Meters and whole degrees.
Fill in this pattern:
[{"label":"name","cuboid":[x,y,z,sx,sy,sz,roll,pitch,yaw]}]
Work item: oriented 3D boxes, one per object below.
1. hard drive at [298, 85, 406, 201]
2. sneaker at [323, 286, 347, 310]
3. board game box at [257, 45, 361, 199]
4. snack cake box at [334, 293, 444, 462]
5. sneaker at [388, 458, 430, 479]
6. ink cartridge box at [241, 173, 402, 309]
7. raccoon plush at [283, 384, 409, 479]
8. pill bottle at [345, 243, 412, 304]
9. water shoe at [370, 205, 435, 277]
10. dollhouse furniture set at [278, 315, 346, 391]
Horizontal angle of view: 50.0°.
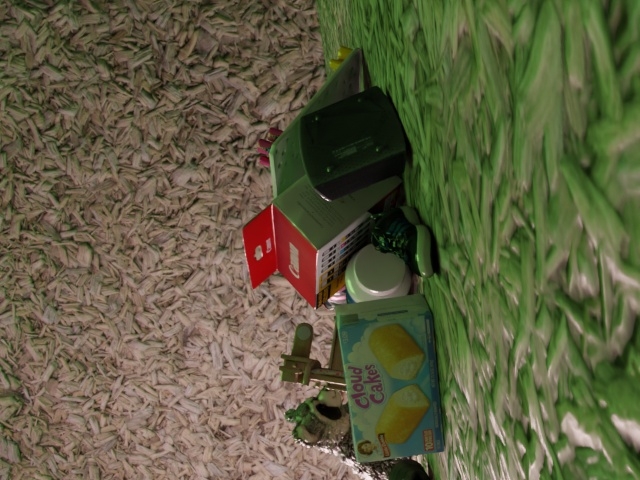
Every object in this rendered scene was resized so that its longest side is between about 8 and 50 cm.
[{"label":"hard drive","cuboid":[0.052,-0.164,1.153,0.255,0.172,0.054,-101,-13,-55]},{"label":"sneaker","cuboid":[0.007,0.098,1.554,0.131,0.319,0.112,-56,23,27]},{"label":"board game box","cuboid":[-0.016,-0.190,1.589,0.390,0.050,0.390,-55,-22,-34]},{"label":"snack cake box","cuboid":[0.115,0.232,1.151,0.089,0.152,0.264,-100,1,-69]},{"label":"sneaker","cuboid":[0.197,0.598,1.394,0.130,0.109,0.286,108,152,-76]},{"label":"ink cartridge box","cuboid":[0.000,0.000,1.305,0.130,0.272,0.309,45,163,18]},{"label":"raccoon plush","cuboid":[0.077,0.598,1.823,0.216,0.299,0.446,149,111,-74]},{"label":"pill bottle","cuboid":[0.107,0.079,1.290,0.221,0.124,0.124,82,179,-70]},{"label":"water shoe","cuboid":[0.118,0.007,1.027,0.203,0.080,0.073,-99,0,-71]},{"label":"dollhouse furniture set","cuboid":[0.037,0.238,1.488,0.355,0.303,0.174,55,-137,-74]}]
